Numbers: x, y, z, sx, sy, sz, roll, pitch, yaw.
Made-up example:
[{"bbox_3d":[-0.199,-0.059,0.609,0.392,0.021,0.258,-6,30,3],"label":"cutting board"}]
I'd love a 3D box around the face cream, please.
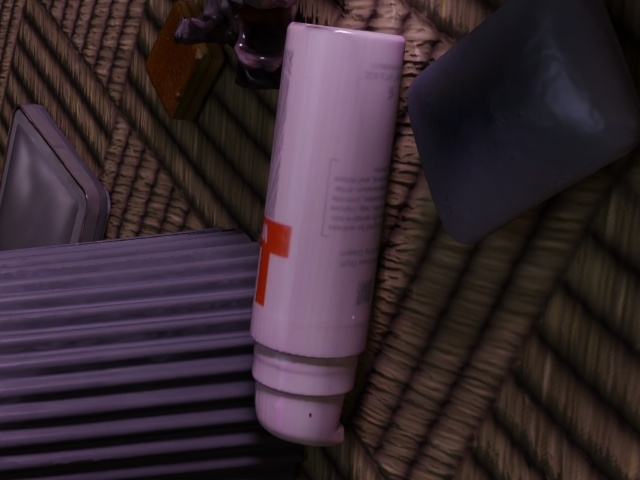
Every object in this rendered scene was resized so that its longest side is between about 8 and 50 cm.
[{"bbox_3d":[0.000,0.000,0.908,0.102,0.102,0.346,21,107,52],"label":"face cream"}]

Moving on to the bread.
[{"bbox_3d":[-0.143,-0.186,1.150,0.094,0.035,0.090,-55,49,39],"label":"bread"}]

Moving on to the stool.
[{"bbox_3d":[-0.222,0.139,1.023,0.297,0.330,0.297,3,94,53],"label":"stool"}]

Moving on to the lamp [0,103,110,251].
[{"bbox_3d":[-0.366,-0.008,1.452,0.266,0.047,0.269,47,127,43],"label":"lamp"}]

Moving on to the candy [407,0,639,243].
[{"bbox_3d":[0.132,-0.089,0.746,0.174,0.071,0.138,-35,62,47],"label":"candy"}]

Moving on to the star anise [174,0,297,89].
[{"bbox_3d":[-0.073,-0.228,0.968,0.257,0.110,0.198,-128,34,-74],"label":"star anise"}]
